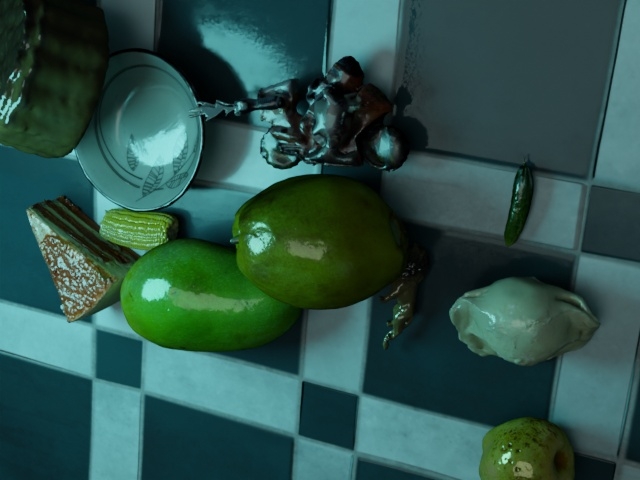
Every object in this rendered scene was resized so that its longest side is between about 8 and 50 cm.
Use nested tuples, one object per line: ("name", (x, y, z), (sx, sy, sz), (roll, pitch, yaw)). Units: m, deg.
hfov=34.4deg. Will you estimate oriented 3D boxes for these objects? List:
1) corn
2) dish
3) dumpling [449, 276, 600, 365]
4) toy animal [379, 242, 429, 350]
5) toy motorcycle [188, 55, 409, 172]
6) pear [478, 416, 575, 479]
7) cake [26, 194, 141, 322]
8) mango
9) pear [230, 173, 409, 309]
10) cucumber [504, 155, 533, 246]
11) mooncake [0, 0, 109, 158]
("corn", (-0.372, -0.024, 2.113), (0.165, 0.063, 0.085), (11, 91, 22))
("dish", (-0.335, -0.219, 2.026), (0.317, 0.106, 0.316), (5, 103, 24))
("dumpling", (0.361, 0.155, 1.817), (0.258, 0.147, 0.193), (-3, 134, 18))
("toy animal", (0.140, 0.109, 1.929), (0.086, 0.069, 0.219), (14, 113, -1))
("toy motorcycle", (-0.037, -0.228, 1.877), (0.401, 0.134, 0.207), (2, 105, 21))
("pear", (0.370, 0.403, 1.871), (0.178, 0.178, 0.177), (6, 107, 22))
("cake", (-0.474, 0.017, 2.122), (0.160, 0.158, 0.261), (-20, 95, 22))
("mango", (-0.213, 0.107, 2.009), (0.382, 0.201, 0.225), (0, 98, 20))
("pear", (0.000, 0.000, 1.850), (0.322, 0.269, 0.269), (2, 107, -2))
("cucumber", (0.349, -0.064, 1.808), (0.039, 0.039, 0.167), (16, 112, 19))
("mooncake", (-0.539, -0.320, 1.955), (0.324, 0.187, 0.323), (-25, 58, 48))
